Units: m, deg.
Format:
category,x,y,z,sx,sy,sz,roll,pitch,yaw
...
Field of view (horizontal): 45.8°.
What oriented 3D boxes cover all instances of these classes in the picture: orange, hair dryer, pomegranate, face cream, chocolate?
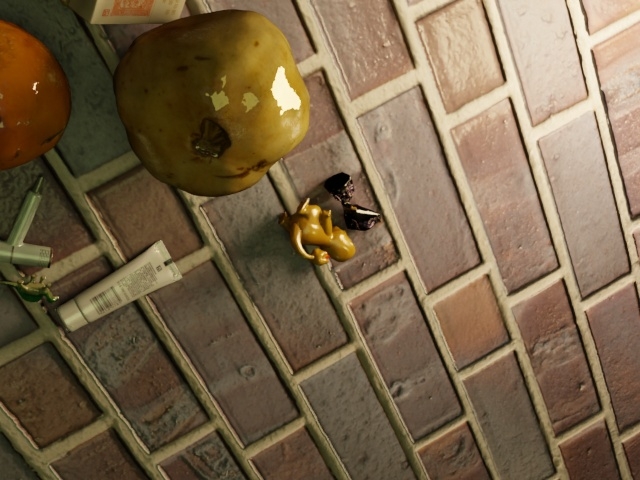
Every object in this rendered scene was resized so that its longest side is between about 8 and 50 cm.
category,x,y,z,sx,sy,sz,roll,pitch,yaw
orange,-0.524,-0.226,1.208,0.246,0.246,0.246,-7,114,-17
hair dryer,-0.561,-0.046,1.392,0.155,0.044,0.183,9,103,-24
pomegranate,-0.181,-0.242,1.292,0.333,0.332,0.332,-7,114,-17
face cream,-0.401,0.096,1.497,0.244,0.058,0.092,-30,112,-12
chocolate,0.066,-0.072,1.586,0.072,0.070,0.147,-23,120,22

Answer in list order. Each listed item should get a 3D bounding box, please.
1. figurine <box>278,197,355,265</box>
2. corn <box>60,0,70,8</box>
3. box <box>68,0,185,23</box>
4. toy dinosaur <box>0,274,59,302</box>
category,x,y,z,sx,sy,sz,roll,pitch,yaw
figurine,0.001,0.004,1.558,0.176,0.122,0.121,27,134,-33
corn,-0.343,-0.529,1.214,0.131,0.131,0.344,29,100,-27
box,-0.297,-0.425,1.231,0.201,0.058,0.141,-21,146,-54
toy dinosaur,-0.563,0.096,1.455,0.120,0.029,0.060,6,124,-20
